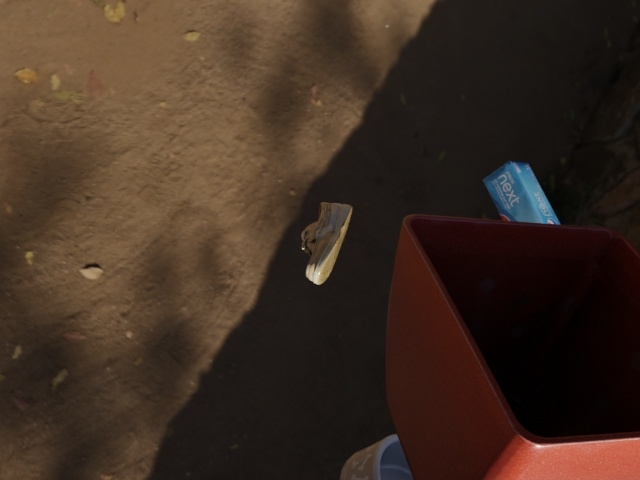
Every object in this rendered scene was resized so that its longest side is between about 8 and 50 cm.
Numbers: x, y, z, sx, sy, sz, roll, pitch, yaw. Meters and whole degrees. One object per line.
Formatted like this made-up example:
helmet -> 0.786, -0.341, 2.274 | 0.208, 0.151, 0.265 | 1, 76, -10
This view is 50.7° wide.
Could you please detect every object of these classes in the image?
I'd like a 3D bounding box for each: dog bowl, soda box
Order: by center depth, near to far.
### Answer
soda box -> 0.386, -0.041, 1.248 | 0.067, 0.071, 0.210 | -2, 64, -44
dog bowl -> 0.209, 0.561, 1.413 | 0.349, 0.348, 0.102 | 15, 125, -38

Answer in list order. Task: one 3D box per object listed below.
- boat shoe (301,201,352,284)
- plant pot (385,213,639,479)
boat shoe -> 0.000, 0.000, 0.999 | 0.170, 0.059, 0.063 | -65, 170, -52
plant pot -> 0.205, 0.153, 0.666 | 0.267, 0.267, 0.235 | 3, 127, -19
